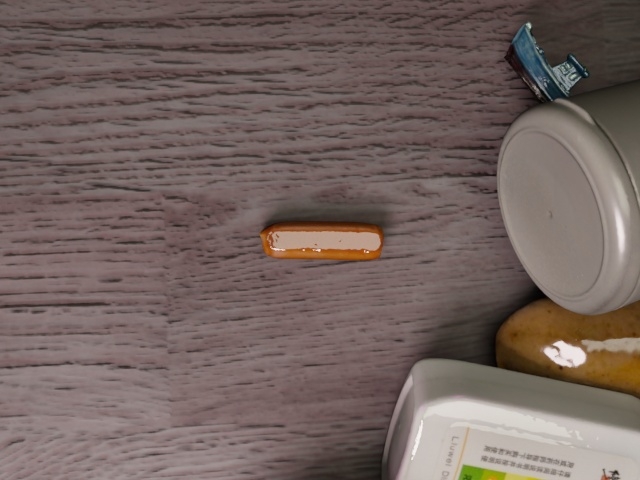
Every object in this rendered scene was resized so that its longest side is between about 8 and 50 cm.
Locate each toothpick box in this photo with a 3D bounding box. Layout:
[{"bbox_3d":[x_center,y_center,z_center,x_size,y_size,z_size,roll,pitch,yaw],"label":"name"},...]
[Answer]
[{"bbox_3d":[0.363,-0.062,0.919,0.316,0.229,0.229,-16,88,-17],"label":"toothpick box"}]

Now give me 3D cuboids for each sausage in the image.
[{"bbox_3d":[0.434,0.124,0.981,0.500,0.123,0.136,10,115,-4],"label":"sausage"},{"bbox_3d":[0.000,0.000,0.992,0.131,0.039,0.041,1,94,-3],"label":"sausage"}]

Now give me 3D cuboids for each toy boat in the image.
[{"bbox_3d":[0.257,-0.175,1.012,0.061,0.060,0.137,-40,87,13],"label":"toy boat"}]

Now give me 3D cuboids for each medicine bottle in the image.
[{"bbox_3d":[0.233,0.230,0.942,0.324,0.124,0.179,12,118,-6],"label":"medicine bottle"}]
